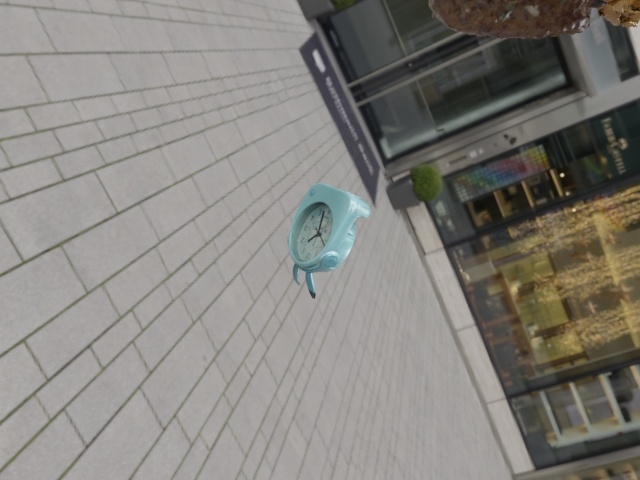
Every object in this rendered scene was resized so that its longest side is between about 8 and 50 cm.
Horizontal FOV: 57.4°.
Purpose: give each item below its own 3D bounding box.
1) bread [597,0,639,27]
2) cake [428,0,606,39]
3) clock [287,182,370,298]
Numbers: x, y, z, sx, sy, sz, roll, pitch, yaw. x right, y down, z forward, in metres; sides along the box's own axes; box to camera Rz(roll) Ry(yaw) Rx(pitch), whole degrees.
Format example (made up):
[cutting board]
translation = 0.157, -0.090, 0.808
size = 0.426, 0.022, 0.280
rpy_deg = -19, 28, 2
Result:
[bread]
translation = 0.660, -0.604, 1.255
size = 0.160, 0.147, 0.260
rpy_deg = -57, 155, -51
[cake]
translation = 0.139, -0.279, 0.440
size = 0.112, 0.135, 0.246
rpy_deg = -85, 163, -46
[clock]
translation = -0.001, 0.000, 0.784
size = 0.045, 0.147, 0.108
rpy_deg = 22, 4, -36
